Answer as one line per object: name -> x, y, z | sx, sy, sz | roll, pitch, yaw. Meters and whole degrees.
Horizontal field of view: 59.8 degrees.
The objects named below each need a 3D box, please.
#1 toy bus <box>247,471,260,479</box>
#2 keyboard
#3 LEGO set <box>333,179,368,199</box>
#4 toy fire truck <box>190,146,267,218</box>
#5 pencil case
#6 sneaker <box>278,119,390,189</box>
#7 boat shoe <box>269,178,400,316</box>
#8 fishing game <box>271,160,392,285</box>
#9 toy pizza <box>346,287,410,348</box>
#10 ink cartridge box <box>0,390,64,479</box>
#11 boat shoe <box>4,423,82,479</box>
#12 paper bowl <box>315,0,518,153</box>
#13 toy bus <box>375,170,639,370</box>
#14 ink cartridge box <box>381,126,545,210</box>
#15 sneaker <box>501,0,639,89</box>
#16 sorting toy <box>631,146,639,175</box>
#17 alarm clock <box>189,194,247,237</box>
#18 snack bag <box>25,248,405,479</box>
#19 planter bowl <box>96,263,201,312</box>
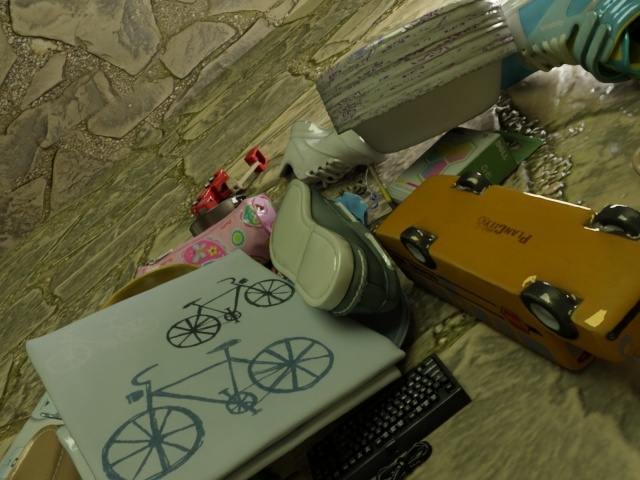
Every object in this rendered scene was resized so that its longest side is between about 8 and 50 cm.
toy bus -> -0.148, 0.220, 0.694 | 0.202, 0.104, 0.191 | -20, 69, 2
keyboard -> 0.067, 0.196, 0.566 | 0.180, 0.023, 0.108 | -39, 29, 3
LEGO set -> 0.059, -0.081, 0.971 | 0.054, 0.023, 0.083 | -44, 16, -13
toy fire truck -> -0.218, -0.133, 1.335 | 0.135, 0.047, 0.192 | -11, 41, 40
pencil case -> -0.192, 0.032, 1.000 | 0.284, 0.124, 0.124 | -30, 30, 16
sneaker -> 0.023, -0.154, 1.054 | 0.297, 0.111, 0.130 | 11, 73, 58
boat shoe -> 0.008, 0.007, 0.729 | 0.116, 0.098, 0.319 | -68, 22, 14
fishing game -> 0.000, 0.000, 0.848 | 0.264, 0.041, 0.189 | -45, 26, 22
toy pizza -> 0.027, 0.127, 0.699 | 0.201, 0.032, 0.201 | -29, 29, 18
ink cartridge box -> -0.311, 0.256, 0.855 | 0.384, 0.091, 0.308 | -20, 35, 34
boat shoe -> -0.301, 0.296, 0.506 | 0.121, 0.110, 0.341 | -36, 28, 14
paper bowl -> 0.147, -0.230, 0.823 | 0.284, 0.148, 0.284 | -26, 9, 4
toy bus -> 0.186, 0.022, 0.557 | 0.108, 0.130, 0.332 | -43, 29, -9
ink cartridge box -> 0.199, -0.104, 0.790 | 0.209, 0.062, 0.109 | -42, 27, -5
sneaker -> 0.354, -0.276, 0.796 | 0.319, 0.127, 0.209 | -43, 46, 51
sorting toy -> 0.437, -0.080, 0.512 | 0.193, 0.038, 0.208 | -35, 34, 9
alarm clock -> -0.206, -0.022, 1.109 | 0.192, 0.064, 0.129 | -31, -2, 16
snack bag -> -0.136, 0.131, 0.621 | 0.322, 0.037, 0.342 | -25, 34, -32
planter bowl -> -0.236, 0.142, 0.836 | 0.217, 0.090, 0.217 | -14, 39, 11
